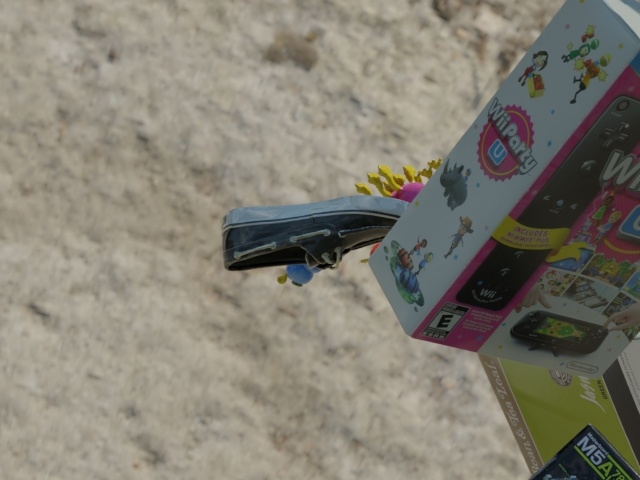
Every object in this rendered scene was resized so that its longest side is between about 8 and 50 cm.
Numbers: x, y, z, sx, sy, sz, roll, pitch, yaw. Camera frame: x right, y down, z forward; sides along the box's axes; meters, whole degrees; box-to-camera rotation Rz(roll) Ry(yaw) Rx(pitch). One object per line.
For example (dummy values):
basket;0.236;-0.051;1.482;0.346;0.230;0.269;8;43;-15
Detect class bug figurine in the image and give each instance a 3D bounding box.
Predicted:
bug figurine;0.078;-0.016;1.827;0.279;0.216;0.072;-9;63;-55

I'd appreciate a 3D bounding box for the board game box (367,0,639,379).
board game box;0.218;-0.037;1.211;0.224;0.303;0.097;14;33;-35

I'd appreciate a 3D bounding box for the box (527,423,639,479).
box;0.220;0.280;1.226;0.184;0.045;0.191;-43;61;2

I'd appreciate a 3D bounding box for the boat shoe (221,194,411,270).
boat shoe;0.000;0.000;1.640;0.219;0.078;0.070;-6;65;9

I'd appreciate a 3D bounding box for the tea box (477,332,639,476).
tea box;0.426;0.220;1.900;0.220;0.323;0.329;-33;105;-36
